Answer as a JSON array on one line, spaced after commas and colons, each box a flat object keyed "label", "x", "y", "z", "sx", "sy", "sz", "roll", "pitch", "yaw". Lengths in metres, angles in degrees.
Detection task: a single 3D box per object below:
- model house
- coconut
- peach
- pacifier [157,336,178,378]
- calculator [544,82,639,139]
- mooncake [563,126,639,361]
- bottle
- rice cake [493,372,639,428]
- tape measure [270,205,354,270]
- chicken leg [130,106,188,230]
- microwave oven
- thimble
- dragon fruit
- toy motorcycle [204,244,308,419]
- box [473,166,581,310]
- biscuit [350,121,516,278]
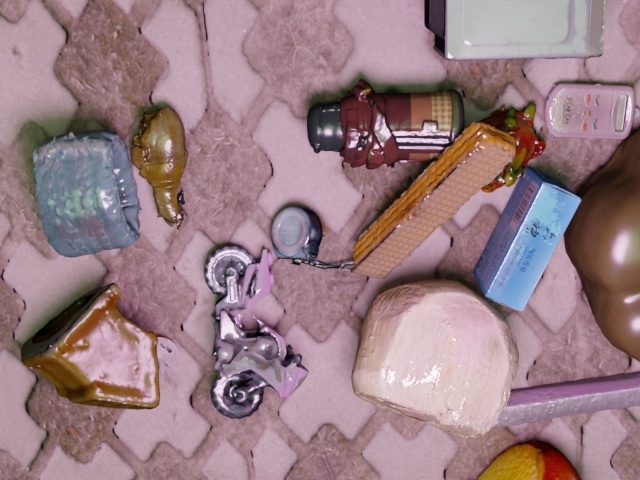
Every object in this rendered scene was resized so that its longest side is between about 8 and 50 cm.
[{"label": "model house", "x": -0.412, "y": 0.228, "z": 1.731, "sx": 0.239, "sy": 0.268, "sz": 0.173, "roll": 47, "pitch": 58, "yaw": -17}, {"label": "coconut", "x": 0.206, "y": 0.200, "z": 1.663, "sx": 0.297, "sy": 0.297, "sz": 0.254, "roll": 25, "pitch": 77, "yaw": -7}, {"label": "peach", "x": 0.411, "y": 0.531, "z": 1.799, "sx": 0.245, "sy": 0.248, "sz": 0.275, "roll": 24, "pitch": 93, "yaw": -43}, {"label": "pacifier", "x": -0.324, "y": 0.232, "z": 1.772, "sx": 0.081, "sy": 0.078, "sz": 0.099, "roll": 41, "pitch": 103, "yaw": -14}, {"label": "calculator", "x": 0.490, "y": -0.233, "z": 1.662, "sx": 0.175, "sy": 0.032, "sz": 0.100, "roll": 2, "pitch": 106, "yaw": -1}, {"label": "mooncake", "x": 0.679, "y": 0.009, "z": 1.620, "sx": 0.467, "sy": 0.262, "sz": 0.467, "roll": 0, "pitch": 105, "yaw": 1}, {"label": "bottle", "x": 0.112, "y": -0.205, "z": 1.613, "sx": 0.271, "sy": 0.143, "sz": 0.156, "roll": 0, "pitch": 81, "yaw": 1}, {"label": "rice cake", "x": 0.484, "y": 0.311, "z": 1.809, "sx": 0.365, "sy": 0.073, "sz": 0.056, "roll": -8, "pitch": 109, "yaw": 4}, {"label": "tape measure", "x": -0.002, "y": 0.000, "z": 1.729, "sx": 0.180, "sy": 0.104, "sz": 0.107, "roll": 12, "pitch": 83, "yaw": -38}, {"label": "chicken leg", "x": -0.290, "y": -0.129, "z": 1.668, "sx": 0.103, "sy": 0.088, "sz": 0.228, "roll": -3, "pitch": 113, "yaw": -10}, {"label": "microwave oven", "x": 0.313, "y": -0.481, "z": 1.491, "sx": 0.286, "sy": 0.218, "sz": 0.355, "roll": -2, "pitch": 107, "yaw": 2}, {"label": "thimble", "x": -0.406, "y": -0.086, "z": 1.611, "sx": 0.143, "sy": 0.198, "sz": 0.235, "roll": -10, "pitch": 127, "yaw": 2}, {"label": "dragon fruit", "x": 0.333, "y": -0.152, "z": 1.655, "sx": 0.138, "sy": 0.175, "sz": 0.142, "roll": 10, "pitch": 137, "yaw": 7}, {"label": "toy motorcycle", "x": -0.120, "y": 0.170, "z": 1.733, "sx": 0.188, "sy": 0.143, "sz": 0.327, "roll": -3, "pitch": 92, "yaw": -8}, {"label": "box", "x": 0.369, "y": -0.006, "z": 1.672, "sx": 0.083, "sy": 0.142, "sz": 0.232, "roll": 21, "pitch": 105, "yaw": -7}, {"label": "biscuit", "x": 0.191, "y": -0.063, "z": 1.623, "sx": 0.094, "sy": 0.054, "sz": 0.379, "roll": 15, "pitch": 134, "yaw": -33}]
